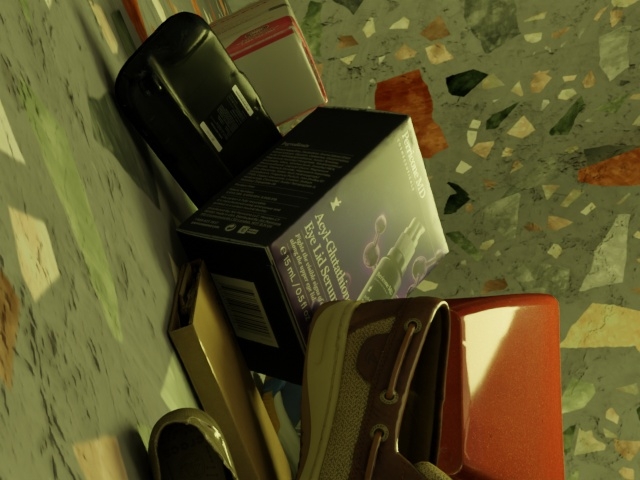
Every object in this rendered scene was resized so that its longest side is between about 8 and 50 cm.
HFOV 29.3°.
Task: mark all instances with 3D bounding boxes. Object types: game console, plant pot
[{"bbox_3d":[-0.053,-0.059,1.098,0.044,0.213,0.361,12,-31,38],"label":"game console"},{"bbox_3d":[0.123,0.189,1.446,0.235,0.267,0.268,19,68,-61],"label":"plant pot"}]

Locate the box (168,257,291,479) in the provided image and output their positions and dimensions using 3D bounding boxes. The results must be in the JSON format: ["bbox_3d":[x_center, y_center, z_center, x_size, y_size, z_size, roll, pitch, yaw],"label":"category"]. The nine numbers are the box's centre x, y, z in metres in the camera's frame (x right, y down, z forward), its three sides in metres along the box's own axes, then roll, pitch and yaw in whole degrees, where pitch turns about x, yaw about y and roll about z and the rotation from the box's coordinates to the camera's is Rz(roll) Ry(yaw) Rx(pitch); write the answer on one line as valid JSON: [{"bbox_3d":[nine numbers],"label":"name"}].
[{"bbox_3d":[-0.064,0.127,0.933,0.164,0.021,0.201,-101,171,-74],"label":"box"}]

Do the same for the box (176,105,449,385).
[{"bbox_3d":[0.000,0.000,1.055,0.108,0.207,0.153,11,-47,40],"label":"box"}]

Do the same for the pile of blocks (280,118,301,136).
[{"bbox_3d":[-0.063,-0.069,1.889,0.112,0.149,0.362,27,-17,9],"label":"pile of blocks"}]

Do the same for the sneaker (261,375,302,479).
[{"bbox_3d":[0.028,0.201,1.104,0.296,0.131,0.112,-109,176,-56],"label":"sneaker"}]

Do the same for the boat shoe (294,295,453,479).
[{"bbox_3d":[0.054,0.197,0.897,0.123,0.123,0.342,50,38,-51],"label":"boat shoe"}]

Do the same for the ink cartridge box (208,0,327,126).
[{"bbox_3d":[-0.086,-0.170,1.247,0.218,0.158,0.092,-103,169,-69],"label":"ink cartridge box"}]

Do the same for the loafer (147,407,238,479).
[{"bbox_3d":[-0.055,0.153,0.626,0.148,0.056,0.050,60,0,19],"label":"loafer"}]
